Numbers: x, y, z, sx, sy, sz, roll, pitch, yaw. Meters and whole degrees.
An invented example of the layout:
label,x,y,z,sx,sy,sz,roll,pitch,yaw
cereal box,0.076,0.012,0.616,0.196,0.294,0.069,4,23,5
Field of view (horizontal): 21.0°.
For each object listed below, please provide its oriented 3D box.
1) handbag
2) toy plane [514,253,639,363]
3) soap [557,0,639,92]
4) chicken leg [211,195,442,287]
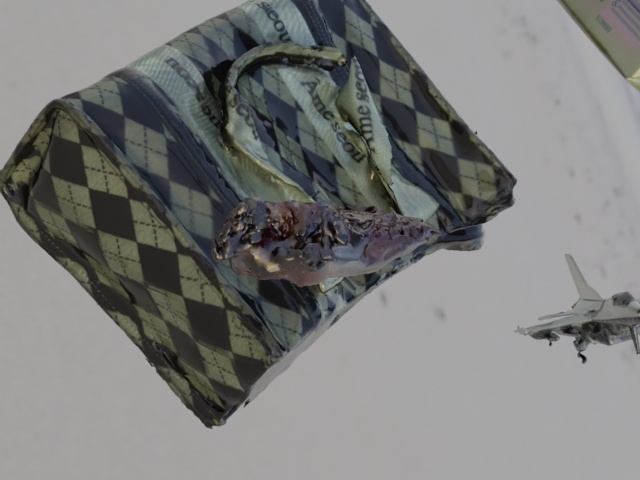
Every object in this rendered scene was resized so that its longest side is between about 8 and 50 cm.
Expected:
label,x,y,z,sx,sy,sz,roll,pitch,yaw
handbag,-0.032,-0.053,1.556,0.317,0.180,0.416,46,44,7
toy plane,0.266,0.073,1.582,0.234,0.160,0.082,-127,-157,-75
soap,0.312,-0.192,1.467,0.182,0.138,0.199,29,22,-39
chicken leg,0.000,0.000,1.277,0.234,0.105,0.063,-3,101,-62
